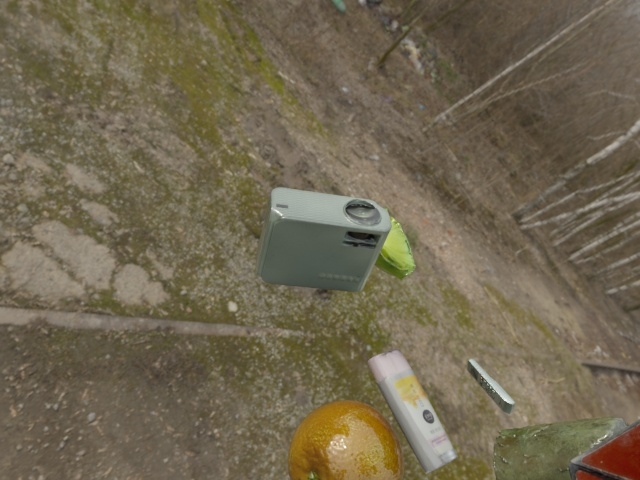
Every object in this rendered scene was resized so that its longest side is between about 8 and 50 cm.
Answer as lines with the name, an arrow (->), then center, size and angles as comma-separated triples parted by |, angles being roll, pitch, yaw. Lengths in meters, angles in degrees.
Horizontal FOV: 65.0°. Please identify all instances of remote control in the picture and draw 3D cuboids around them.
remote control -> 0.460, 0.392, 1.361 | 0.162, 0.029, 0.061 | 52, -20, 42

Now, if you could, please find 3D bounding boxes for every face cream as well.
face cream -> 0.204, 0.378, 1.136 | 0.107, 0.073, 0.269 | 2, 51, -44

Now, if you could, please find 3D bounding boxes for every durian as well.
durian -> 0.215, 0.013, 1.620 | 0.139, 0.101, 0.250 | -17, 64, -25

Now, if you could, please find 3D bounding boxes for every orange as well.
orange -> 0.057, 0.504, 1.150 | 0.274, 0.274, 0.274 | 38, 31, -28

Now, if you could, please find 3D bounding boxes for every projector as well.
projector -> 0.000, 0.000, 1.072 | 0.251, 0.198, 0.108 | 7, 44, -11

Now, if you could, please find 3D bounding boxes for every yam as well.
yam -> 0.540, 0.494, 1.104 | 0.195, 0.300, 0.195 | 37, 43, -46

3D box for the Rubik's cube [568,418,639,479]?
Rubik's cube -> 0.539, 0.399, 0.668 | 0.260, 0.254, 0.259 | 35, 30, -9
